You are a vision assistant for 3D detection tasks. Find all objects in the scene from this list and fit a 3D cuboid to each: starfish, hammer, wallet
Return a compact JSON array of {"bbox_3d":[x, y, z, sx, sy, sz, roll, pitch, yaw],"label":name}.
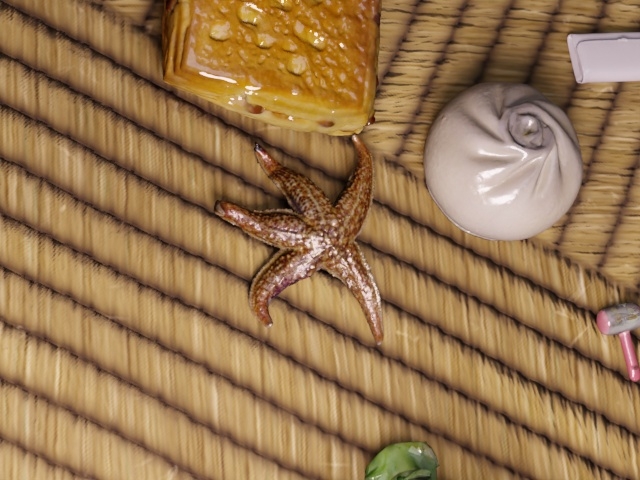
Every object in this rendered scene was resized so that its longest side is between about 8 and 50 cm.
[{"bbox_3d":[0.001,-0.002,1.745,0.213,0.057,0.238,-42,87,-18],"label":"starfish"},{"bbox_3d":[0.323,0.108,1.827,0.052,0.031,0.083,-12,86,-18],"label":"hammer"},{"bbox_3d":[0.340,-0.207,1.942,0.122,0.025,0.061,-4,66,-19],"label":"wallet"}]

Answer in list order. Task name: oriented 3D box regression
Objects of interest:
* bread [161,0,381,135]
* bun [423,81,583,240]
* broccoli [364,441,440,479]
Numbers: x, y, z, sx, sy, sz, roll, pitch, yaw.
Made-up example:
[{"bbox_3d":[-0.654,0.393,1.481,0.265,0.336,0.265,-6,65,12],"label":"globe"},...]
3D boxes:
[{"bbox_3d":[-0.051,-0.219,1.784,0.235,0.099,0.211,10,71,-20],"label":"bread"},{"bbox_3d":[0.196,-0.089,1.803,0.172,0.120,0.173,5,69,-14],"label":"bun"},{"bbox_3d":[0.101,0.300,1.592,0.254,0.269,0.269,6,70,-21],"label":"broccoli"}]
